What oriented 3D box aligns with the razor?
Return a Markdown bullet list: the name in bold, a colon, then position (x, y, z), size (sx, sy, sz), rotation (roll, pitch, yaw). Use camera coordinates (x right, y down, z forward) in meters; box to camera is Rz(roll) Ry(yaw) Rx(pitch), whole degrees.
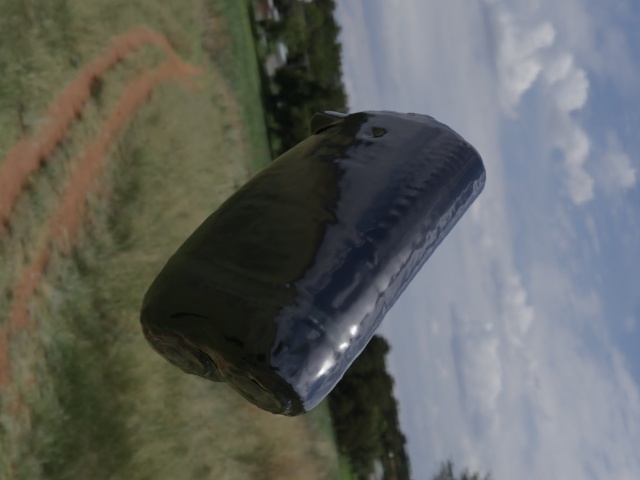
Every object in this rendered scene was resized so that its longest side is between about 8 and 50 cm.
- **razor**: position (-0.001, -0.001, 0.940), size (0.349, 0.204, 0.113), rotation (-49, 140, -33)
